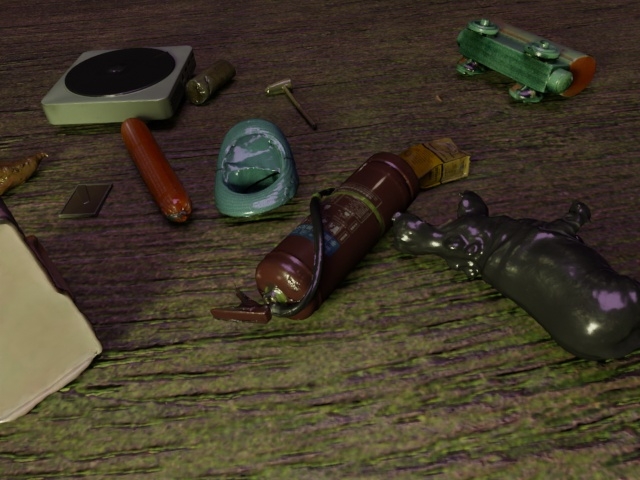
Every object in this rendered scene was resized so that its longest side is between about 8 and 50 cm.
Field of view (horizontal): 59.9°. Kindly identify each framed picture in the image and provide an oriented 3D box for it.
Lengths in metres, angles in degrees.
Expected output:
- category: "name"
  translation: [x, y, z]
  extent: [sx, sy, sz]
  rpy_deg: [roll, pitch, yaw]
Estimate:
- category: "framed picture"
  translation: [-0.397, -0.069, 0.942]
  extent: [0.066, 0.007, 0.089]
  rpy_deg: [-2, 41, 5]

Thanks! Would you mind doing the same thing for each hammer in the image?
- category: "hammer"
  translation: [-0.057, -0.272, 1.118]
  extent: [0.060, 0.028, 0.195]
  rpy_deg: [-22, 45, -10]

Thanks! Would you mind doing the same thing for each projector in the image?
- category: "projector"
  translation: [-0.413, -0.328, 1.178]
  extent: [0.258, 0.079, 0.257]
  rpy_deg: [-2, 42, 5]

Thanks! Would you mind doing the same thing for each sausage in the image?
- category: "sausage"
  translation: [-0.291, -0.130, 0.963]
  extent: [0.053, 0.053, 0.348]
  rpy_deg: [-22, 45, -18]

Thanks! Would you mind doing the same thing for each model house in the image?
- category: "model house"
  translation: [-0.423, 0.056, 0.644]
  extent: [0.202, 0.237, 0.237]
  rpy_deg: [-36, 45, -20]

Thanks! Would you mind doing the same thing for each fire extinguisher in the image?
- category: "fire extinguisher"
  translation: [0.000, 0.000, 0.752]
  extent: [0.141, 0.105, 0.341]
  rpy_deg: [8, 40, 41]

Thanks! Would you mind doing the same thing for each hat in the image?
- category: "hat"
  translation: [-0.101, -0.103, 0.899]
  extent: [0.138, 0.078, 0.191]
  rpy_deg: [-9, 60, 9]

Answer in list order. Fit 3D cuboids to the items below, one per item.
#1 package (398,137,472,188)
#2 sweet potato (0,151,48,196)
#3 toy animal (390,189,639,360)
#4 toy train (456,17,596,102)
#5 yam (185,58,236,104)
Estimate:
- category: "package"
  translation: [0.172, -0.122, 0.904]
  extent: [0.131, 0.047, 0.071]
  rpy_deg: [-16, 46, -14]
- category: "sweet potato"
  translation: [-0.568, -0.105, 0.962]
  extent: [0.060, 0.068, 0.205]
  rpy_deg: [45, 53, 13]
- category: "toy animal"
  translation: [0.257, 0.021, 0.696]
  extent: [0.168, 0.106, 0.343]
  rpy_deg: [-38, 44, -21]
- category: "toy train"
  translation: [0.407, -0.367, 1.117]
  extent: [0.177, 0.116, 0.285]
  rpy_deg: [-14, 40, -28]
- category: "yam"
  translation: [-0.235, -0.344, 1.196]
  extent: [0.054, 0.054, 0.132]
  rpy_deg: [14, 44, 21]
